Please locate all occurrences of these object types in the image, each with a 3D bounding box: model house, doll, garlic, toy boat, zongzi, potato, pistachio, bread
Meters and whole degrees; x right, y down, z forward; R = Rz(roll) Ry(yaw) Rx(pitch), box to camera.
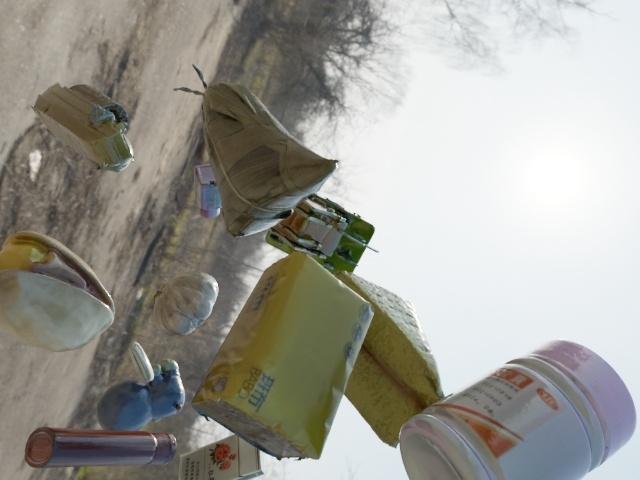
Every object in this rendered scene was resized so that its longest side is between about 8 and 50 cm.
[{"bbox_3d":[0.000,0.000,1.711,0.243,0.357,0.313,-60,-179,9],"label":"model house"},{"bbox_3d":[-0.538,0.486,1.621,0.154,0.258,0.228,47,-43,47],"label":"doll"},{"bbox_3d":[-0.412,0.181,1.625,0.227,0.152,0.228,-33,-161,13],"label":"garlic"},{"bbox_3d":[-0.435,-0.229,1.007,0.115,0.310,0.089,-39,137,-27],"label":"toy boat"},{"bbox_3d":[-0.139,-0.306,1.361,0.467,0.218,0.500,-30,-105,49],"label":"zongzi"},{"bbox_3d":[-0.690,-0.302,1.720,0.262,0.165,0.165,29,-80,53],"label":"potato"},{"bbox_3d":[-0.588,0.118,1.179,0.309,0.229,0.230,71,24,-47],"label":"pistachio"},{"bbox_3d":[0.109,0.261,1.230,0.233,0.244,0.362,-60,-166,13],"label":"bread"}]

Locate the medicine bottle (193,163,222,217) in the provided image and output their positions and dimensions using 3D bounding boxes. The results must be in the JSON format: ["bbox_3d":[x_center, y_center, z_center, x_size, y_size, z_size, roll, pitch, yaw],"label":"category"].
[{"bbox_3d":[-0.409,-0.174,1.978,0.188,0.094,0.119,101,-30,-46],"label":"medicine bottle"}]

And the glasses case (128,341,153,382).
[{"bbox_3d":[-0.353,0.239,1.059,0.021,0.083,0.032,-25,180,6],"label":"glasses case"}]

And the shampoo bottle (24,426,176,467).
[{"bbox_3d":[-0.388,0.381,0.988,0.102,0.260,0.064,-18,-118,35],"label":"shampoo bottle"}]

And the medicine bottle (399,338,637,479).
[{"bbox_3d":[0.302,0.302,0.836,0.202,0.315,0.202,43,-37,44],"label":"medicine bottle"}]

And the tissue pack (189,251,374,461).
[{"bbox_3d":[-0.047,0.180,0.847,0.134,0.192,0.271,-24,-146,49],"label":"tissue pack"}]

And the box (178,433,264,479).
[{"bbox_3d":[-0.216,0.484,1.166,0.109,0.198,0.029,-104,168,-52],"label":"box"}]
